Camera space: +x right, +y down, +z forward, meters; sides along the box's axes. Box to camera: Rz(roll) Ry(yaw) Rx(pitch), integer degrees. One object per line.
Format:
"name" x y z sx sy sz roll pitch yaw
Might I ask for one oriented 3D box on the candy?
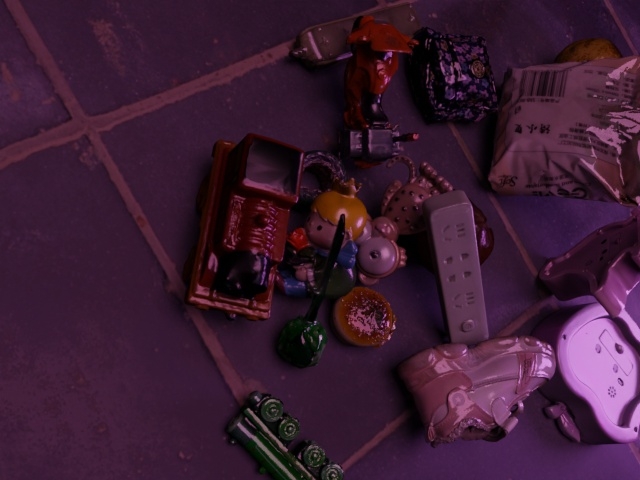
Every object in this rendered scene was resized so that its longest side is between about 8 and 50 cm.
"candy" -0.001 0.096 1.315 0.097 0.097 0.324 7 116 -26

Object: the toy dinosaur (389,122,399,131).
"toy dinosaur" 0.131 -0.256 1.609 0.119 0.029 0.061 27 77 -19

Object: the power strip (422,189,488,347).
"power strip" 0.285 0.078 1.463 0.091 0.062 0.386 -15 122 2

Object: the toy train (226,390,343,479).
"toy train" -0.064 0.391 1.301 0.119 0.085 0.251 -44 95 -14

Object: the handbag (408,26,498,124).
"handbag" 0.312 -0.394 1.683 0.207 0.126 0.229 -5 88 -31

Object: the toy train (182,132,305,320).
"toy train" -0.133 -0.042 1.293 0.163 0.231 0.370 15 69 -20

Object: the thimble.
"thimble" -0.019 -0.123 1.456 0.135 0.090 0.119 -3 80 -28

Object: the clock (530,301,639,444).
"clock" 0.650 0.309 1.680 0.338 0.102 0.339 7 73 -25

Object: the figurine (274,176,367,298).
"figurine" -0.005 -0.007 1.364 0.185 0.234 0.127 3 29 -4

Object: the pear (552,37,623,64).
"pear" 0.691 -0.423 1.853 0.197 0.197 0.198 8 73 -26

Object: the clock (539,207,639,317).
"clock" 0.632 0.076 1.609 0.080 0.275 0.290 49 32 -9

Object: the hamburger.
"hamburger" 0.089 0.157 1.439 0.141 0.081 0.127 32 64 -16

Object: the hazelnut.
"hazelnut" 0.277 -0.020 1.538 0.177 0.178 0.204 -17 81 -30

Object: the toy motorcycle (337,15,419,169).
"toy motorcycle" 0.110 -0.313 1.468 0.147 0.221 0.326 -2 95 -21

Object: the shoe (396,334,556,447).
"shoe" 0.335 0.317 1.469 0.350 0.172 0.198 -3 68 -16

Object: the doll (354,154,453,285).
"doll" 0.146 -0.041 1.458 0.154 0.119 0.278 36 91 11

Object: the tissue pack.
"tissue pack" 0.598 -0.265 1.675 0.195 0.375 0.390 44 57 -57

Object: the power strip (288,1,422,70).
"power strip" 0.082 -0.464 1.621 0.387 0.066 0.092 -25 90 -33
